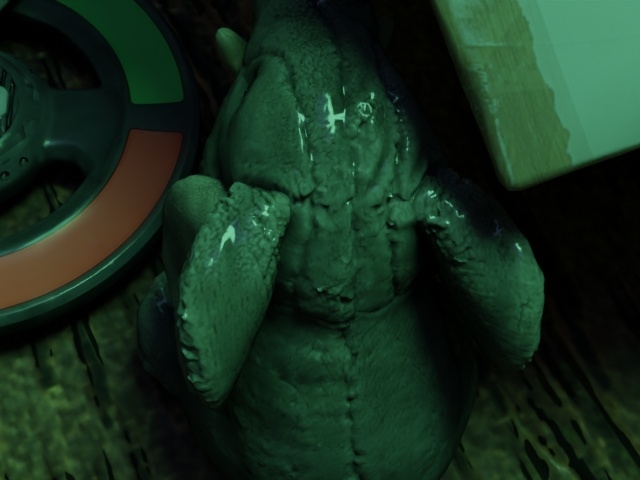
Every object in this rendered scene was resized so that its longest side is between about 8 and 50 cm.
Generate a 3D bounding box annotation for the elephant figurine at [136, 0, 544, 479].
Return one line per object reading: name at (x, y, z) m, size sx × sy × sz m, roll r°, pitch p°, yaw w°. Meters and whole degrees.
elephant figurine at (0.000, 0.000, 0.489) m, size 0.186 × 0.239 × 0.169 m, roll 37°, pitch 64°, yaw 17°

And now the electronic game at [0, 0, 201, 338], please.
electronic game at (-0.171, -0.055, 0.622) m, size 0.229 × 0.048 × 0.229 m, roll 1°, pitch 59°, yaw -2°

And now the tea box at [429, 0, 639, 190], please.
tea box at (0.112, -0.244, 0.482) m, size 0.220 × 0.329 × 0.323 m, roll -19°, pitch 17°, yaw 14°

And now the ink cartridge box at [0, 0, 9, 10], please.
ink cartridge box at (-0.174, -0.143, 0.640) m, size 0.063 × 0.029 × 0.115 m, roll 19°, pitch 53°, yaw 12°
